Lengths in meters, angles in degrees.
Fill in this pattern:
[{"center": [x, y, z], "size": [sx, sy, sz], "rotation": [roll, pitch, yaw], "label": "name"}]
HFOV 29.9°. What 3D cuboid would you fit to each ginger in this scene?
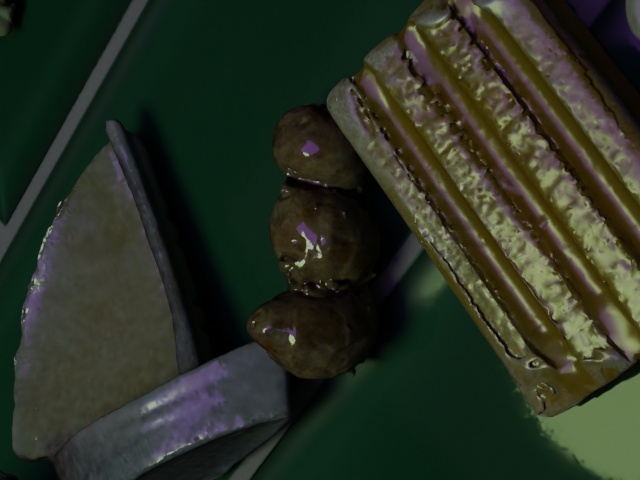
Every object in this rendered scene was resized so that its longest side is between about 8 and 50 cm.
[{"center": [0.000, 0.000, 0.885], "size": [0.080, 0.104, 0.204], "rotation": [-3, 82, 57], "label": "ginger"}]

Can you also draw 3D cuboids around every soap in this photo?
[{"center": [0.145, -0.040, 0.796], "size": [0.173, 0.089, 0.274], "rotation": [-41, 73, 27], "label": "soap"}]

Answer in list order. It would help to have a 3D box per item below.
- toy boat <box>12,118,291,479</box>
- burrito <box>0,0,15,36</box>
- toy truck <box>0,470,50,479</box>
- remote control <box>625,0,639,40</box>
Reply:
[{"center": [-0.163, 0.099, 1.006], "size": [0.276, 0.111, 0.293], "rotation": [-48, 58, 21], "label": "toy boat"}, {"center": [-0.414, -0.184, 1.159], "size": [0.309, 0.066, 0.096], "rotation": [-20, 78, 32], "label": "burrito"}, {"center": [-0.211, 0.367, 0.998], "size": [0.176, 0.178, 0.363], "rotation": [-40, 72, 0], "label": "toy truck"}, {"center": [0.219, -0.189, 0.771], "size": [0.074, 0.032, 0.122], "rotation": [-25, 79, 32], "label": "remote control"}]
